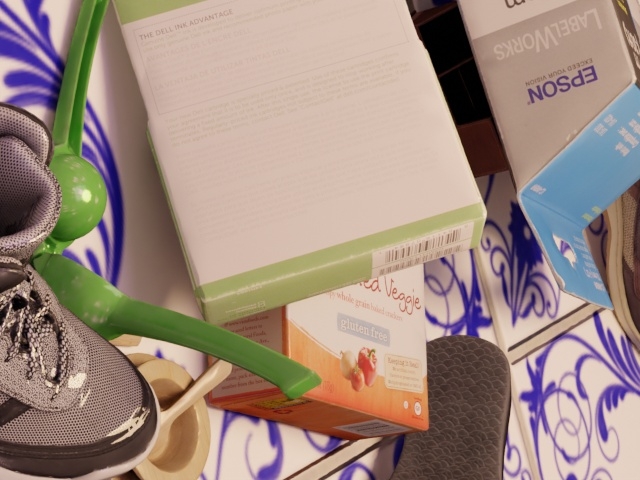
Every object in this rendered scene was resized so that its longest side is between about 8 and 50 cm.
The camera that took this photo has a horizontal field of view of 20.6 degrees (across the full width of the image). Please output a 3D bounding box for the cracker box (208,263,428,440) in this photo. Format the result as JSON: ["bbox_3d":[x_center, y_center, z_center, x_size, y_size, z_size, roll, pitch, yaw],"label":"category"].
[{"bbox_3d":[0.000,0.000,1.119,0.156,0.067,0.232,21,62,-52],"label":"cracker box"}]

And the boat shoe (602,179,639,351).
[{"bbox_3d":[0.303,0.003,1.493,0.103,0.092,0.285,-30,121,-23],"label":"boat shoe"}]

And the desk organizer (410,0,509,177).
[{"bbox_3d":[0.106,-0.113,1.327,0.047,0.050,0.130,-46,117,-52],"label":"desk organizer"}]

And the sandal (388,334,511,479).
[{"bbox_3d":[0.083,0.176,1.170,0.054,0.097,0.254,82,22,-46],"label":"sandal"}]

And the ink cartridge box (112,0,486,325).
[{"bbox_3d":[-0.020,-0.086,1.033,0.056,0.171,0.235,87,-15,-70],"label":"ink cartridge box"}]

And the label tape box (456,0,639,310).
[{"bbox_3d":[0.189,-0.134,1.308,0.249,0.115,0.347,17,54,-70],"label":"label tape box"}]

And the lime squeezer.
[{"bbox_3d":[-0.112,-0.017,0.933,0.059,0.110,0.310,28,26,-49],"label":"lime squeezer"}]

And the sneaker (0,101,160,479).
[{"bbox_3d":[-0.146,0.028,0.786,0.268,0.153,0.101,32,47,-35],"label":"sneaker"}]

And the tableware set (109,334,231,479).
[{"bbox_3d":[-0.118,0.099,0.937,0.194,0.039,0.128,9,72,-55],"label":"tableware set"}]
